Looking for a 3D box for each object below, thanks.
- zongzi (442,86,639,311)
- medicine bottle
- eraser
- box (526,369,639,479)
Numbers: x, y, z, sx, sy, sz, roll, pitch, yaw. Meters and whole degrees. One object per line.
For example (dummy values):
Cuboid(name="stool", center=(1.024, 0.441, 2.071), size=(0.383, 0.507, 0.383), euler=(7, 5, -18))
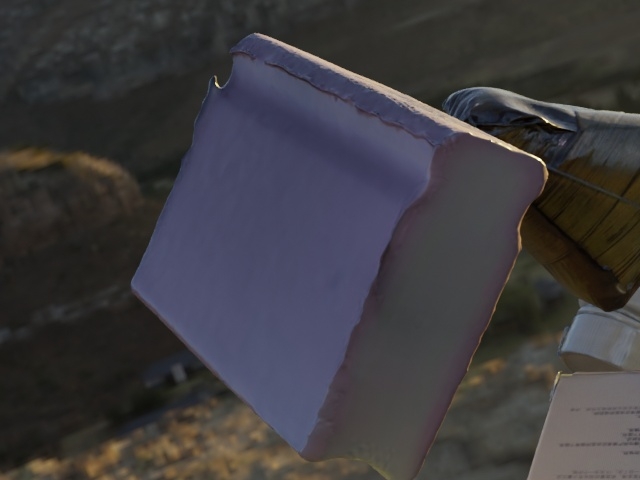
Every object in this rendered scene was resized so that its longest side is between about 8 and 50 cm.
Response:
Cuboid(name="zongzi", center=(0.306, -0.116, 1.758), size=(0.300, 0.286, 0.138), euler=(-43, 19, 7))
Cuboid(name="medicine bottle", center=(0.419, 0.068, 2.160), size=(0.144, 0.144, 0.252), euler=(-4, 54, 56))
Cuboid(name="eraser", center=(0.000, 0.000, 1.338), size=(0.122, 0.272, 0.359), euler=(18, 8, -31))
Cuboid(name="box", center=(0.287, 0.245, 1.442), size=(0.200, 0.106, 0.299), euler=(-5, 35, 26))
